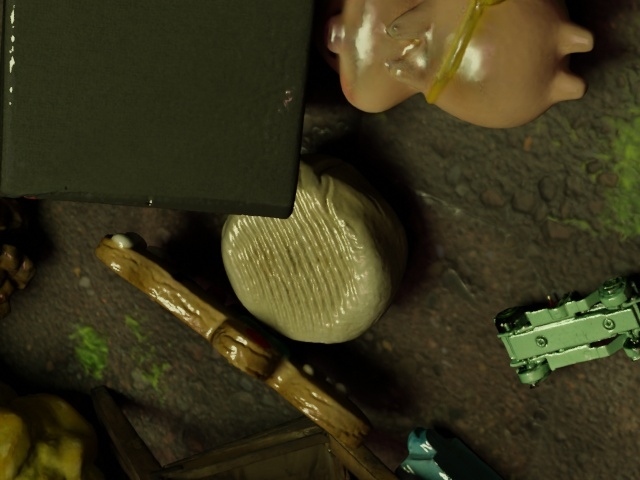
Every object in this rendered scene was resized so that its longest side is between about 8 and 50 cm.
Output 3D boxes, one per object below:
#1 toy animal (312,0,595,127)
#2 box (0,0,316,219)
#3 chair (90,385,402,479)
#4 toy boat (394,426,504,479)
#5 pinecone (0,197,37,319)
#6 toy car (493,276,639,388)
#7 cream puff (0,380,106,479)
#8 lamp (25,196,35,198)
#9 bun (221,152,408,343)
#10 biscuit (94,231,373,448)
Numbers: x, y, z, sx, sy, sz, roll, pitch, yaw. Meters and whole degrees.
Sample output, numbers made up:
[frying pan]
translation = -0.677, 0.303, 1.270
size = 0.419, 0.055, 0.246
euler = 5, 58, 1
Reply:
[toy animal]
translation = 0.105, -0.173, 1.446
size = 0.248, 0.149, 0.165
euler = 22, 109, 27
[box]
translation = -0.133, -0.220, 1.456
size = 0.251, 0.204, 0.345
euler = 4, 120, -8
[chair]
translation = -0.061, 0.279, 1.750
size = 0.240, 0.416, 0.203
euler = -14, 113, -13
[toy boat]
translation = 0.144, 0.279, 1.675
size = 0.215, 0.088, 0.102
euler = 43, 117, 7
[pinecone]
translation = -0.418, -0.005, 1.768
size = 0.243, 0.243, 0.257
euler = -38, 71, 37
[toy car]
translation = 0.226, 0.077, 1.555
size = 0.143, 0.054, 0.073
euler = -19, 105, 30
[cream puff]
translation = -0.394, 0.233, 1.860
size = 0.257, 0.291, 0.324
euler = 63, 157, 21
[lamp]
translation = -0.272, -0.093, 1.722
size = 0.107, 0.092, 0.107
euler = -1, 99, -4
[bun]
translation = 0.000, 0.000, 1.606
size = 0.166, 0.113, 0.173
euler = 15, 118, 14
[biscuit]
translation = -0.072, 0.091, 1.660
size = 0.301, 0.197, 0.049
euler = 37, 92, 10
